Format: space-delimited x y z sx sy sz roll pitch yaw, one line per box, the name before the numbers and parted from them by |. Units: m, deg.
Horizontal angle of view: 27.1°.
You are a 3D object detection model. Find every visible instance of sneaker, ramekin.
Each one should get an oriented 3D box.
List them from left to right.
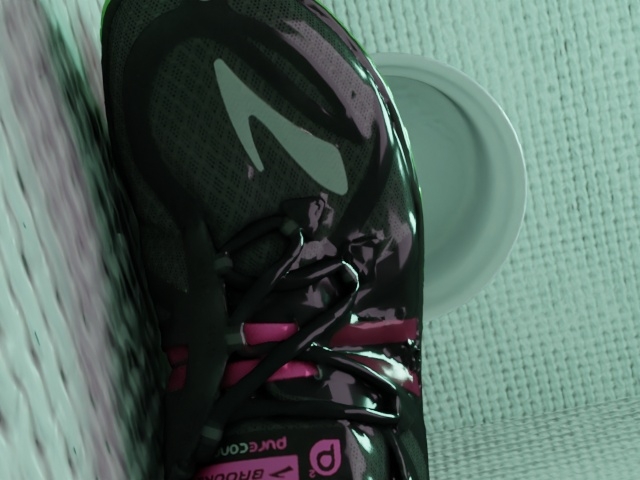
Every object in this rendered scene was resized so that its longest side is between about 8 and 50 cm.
sneaker | -0.011 0.073 0.762 0.202 0.185 0.483 -96 173 -75
ramekin | 0.060 -0.060 1.357 0.135 0.277 0.277 -113 -170 -74
